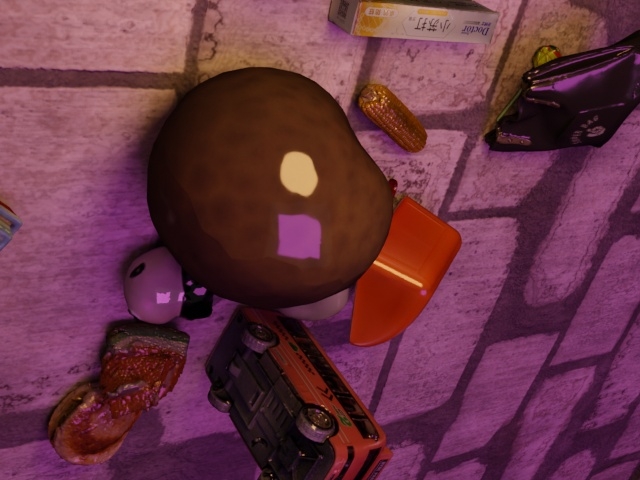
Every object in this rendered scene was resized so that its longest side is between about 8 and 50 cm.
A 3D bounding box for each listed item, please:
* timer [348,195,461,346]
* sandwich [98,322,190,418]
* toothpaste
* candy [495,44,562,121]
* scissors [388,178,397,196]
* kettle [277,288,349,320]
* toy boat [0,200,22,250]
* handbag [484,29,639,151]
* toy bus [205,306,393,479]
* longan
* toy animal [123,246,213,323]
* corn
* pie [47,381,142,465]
[{"bbox_3d":[0.162,0.084,1.735,0.257,0.161,0.250,-51,169,-46],"label":"timer"},{"bbox_3d":[-0.335,0.251,1.589,0.184,0.160,0.109,0,144,-25],"label":"sandwich"},{"bbox_3d":[0.170,-0.392,1.435,0.312,0.089,0.071,-5,123,-31],"label":"toothpaste"},{"bbox_3d":[0.432,-0.325,1.708,0.194,0.062,0.058,-51,-179,26],"label":"candy"},{"bbox_3d":[0.106,-0.010,1.662,0.248,0.017,0.144,-55,153,-43],"label":"scissors"},{"bbox_3d":[0.000,0.000,1.610,0.240,0.165,0.255,-26,134,-31],"label":"kettle"},{"bbox_3d":[-0.614,0.059,1.248,0.332,0.133,0.145,-40,139,2],"label":"toy boat"},{"bbox_3d":[0.506,-0.281,1.670,0.287,0.152,0.342,-12,159,-12],"label":"handbag"},{"bbox_3d":[-0.053,0.340,1.660,0.233,0.427,0.203,9,120,-43],"label":"toy bus"},{"bbox_3d":[-0.084,-0.082,1.310,0.404,0.405,0.336,-25,170,-15],"label":"longan"},{"bbox_3d":[-0.273,0.074,1.505,0.179,0.138,0.166,-3,108,-22],"label":"toy animal"},{"bbox_3d":[0.142,-0.234,1.564,0.068,0.068,0.207,-48,137,10],"label":"corn"},{"bbox_3d":[-0.454,0.372,1.661,0.178,0.084,0.205,22,108,-44],"label":"pie"}]
